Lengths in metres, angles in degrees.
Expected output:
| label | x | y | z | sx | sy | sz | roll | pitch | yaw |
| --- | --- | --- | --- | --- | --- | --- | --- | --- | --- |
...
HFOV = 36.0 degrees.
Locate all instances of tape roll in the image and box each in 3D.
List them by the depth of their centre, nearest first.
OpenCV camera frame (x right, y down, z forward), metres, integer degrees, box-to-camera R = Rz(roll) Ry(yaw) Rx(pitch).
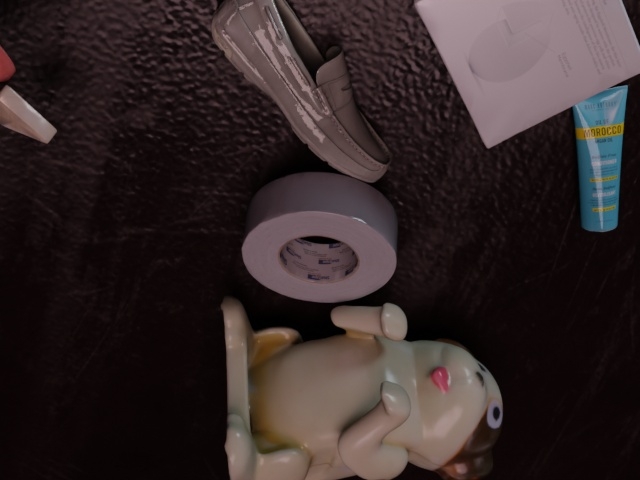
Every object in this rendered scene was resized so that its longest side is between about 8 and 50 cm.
| label | x | y | z | sx | sy | sz | roll | pitch | yaw |
| --- | --- | --- | --- | --- | --- | --- | --- | --- | --- |
| tape roll | 0.000 | 0.000 | 1.395 | 0.219 | 0.072 | 0.219 | 3 | 144 | 2 |

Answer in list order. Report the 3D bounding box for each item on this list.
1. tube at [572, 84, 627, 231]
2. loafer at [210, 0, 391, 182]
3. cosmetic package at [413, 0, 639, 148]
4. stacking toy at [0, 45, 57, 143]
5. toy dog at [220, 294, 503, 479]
| label | x | y | z | sx | sy | sz | roll | pitch | yaw |
| --- | --- | --- | --- | --- | --- | --- | --- | --- | --- |
| tube | 0.399 | -0.116 | 1.412 | 0.080 | 0.052 | 0.207 | -10 | 113 | -7 |
| loafer | -0.006 | -0.207 | 1.306 | 0.111 | 0.112 | 0.319 | -35 | 114 | 25 |
| cosmetic package | 0.259 | -0.281 | 1.260 | 0.224 | 0.138 | 0.224 | -25 | 117 | 13 |
| stacking toy | -0.499 | -0.187 | 1.183 | 0.309 | 0.130 | 0.279 | 18 | 154 | 33 |
| toy dog | 0.070 | 0.266 | 1.481 | 0.408 | 0.284 | 0.395 | -4 | 136 | 0 |
